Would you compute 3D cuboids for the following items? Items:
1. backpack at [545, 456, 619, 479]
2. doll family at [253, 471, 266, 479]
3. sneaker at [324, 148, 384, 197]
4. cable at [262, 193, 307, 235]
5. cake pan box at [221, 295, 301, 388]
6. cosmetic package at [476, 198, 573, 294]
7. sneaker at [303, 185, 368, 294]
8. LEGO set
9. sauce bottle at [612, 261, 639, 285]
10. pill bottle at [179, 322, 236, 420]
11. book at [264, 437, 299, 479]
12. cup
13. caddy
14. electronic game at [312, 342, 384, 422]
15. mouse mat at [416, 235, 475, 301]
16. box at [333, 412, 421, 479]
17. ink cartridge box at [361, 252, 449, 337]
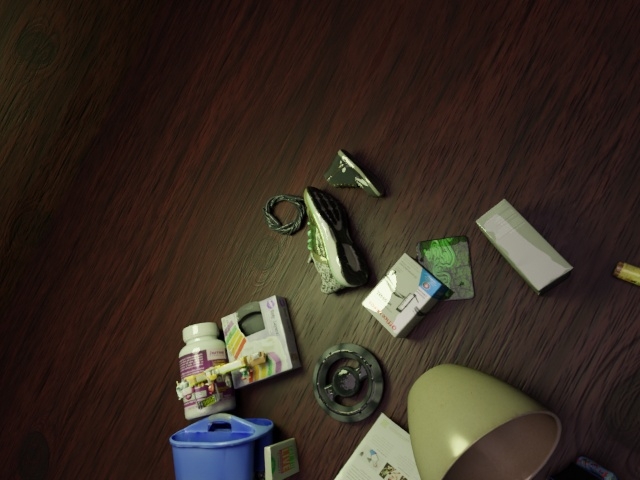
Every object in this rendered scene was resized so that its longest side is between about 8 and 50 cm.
[{"bbox_3d":[0.595,0.576,0.842,0.117,0.158,0.173,-33,76,-3],"label":"backpack"},{"bbox_3d":[-0.245,0.780,1.282,0.193,0.076,0.111,-13,75,30],"label":"doll family"},{"bbox_3d":[0.114,-0.197,1.366,0.222,0.083,0.118,50,120,22],"label":"sneaker"},{"bbox_3d":[-0.137,-0.098,1.485,0.185,0.047,0.150,13,88,28],"label":"cable"},{"bbox_3d":[-0.210,0.345,1.384,0.246,0.070,0.266,-23,66,18],"label":"cake pan box"},{"bbox_3d":[0.526,0.020,1.045,0.107,0.127,0.238,-42,63,13],"label":"cosmetic package"},{"bbox_3d":[0.000,0.000,1.335,0.182,0.158,0.409,-39,55,33],"label":"sneaker"},{"bbox_3d":[-0.303,0.446,1.266,0.132,0.287,0.107,-35,71,57],"label":"LEGO set"},{"bbox_3d":[0.767,0.091,0.945,0.128,0.042,0.042,27,90,33],"label":"sauce bottle"},{"bbox_3d":[-0.398,0.448,1.395,0.169,0.169,0.301,-24,67,21],"label":"pill bottle"},{"bbox_3d":[-0.118,0.656,1.202,0.035,0.144,0.096,-14,71,24],"label":"book"},{"bbox_3d":[0.340,0.436,0.950,0.331,0.331,0.237,-51,34,7],"label":"cup"},{"bbox_3d":[-0.303,0.633,1.252,0.342,0.241,0.179,-12,80,24],"label":"caddy"},{"bbox_3d":[0.081,0.427,1.215,0.230,0.048,0.229,-8,72,25],"label":"electronic game"},{"bbox_3d":[0.365,0.084,1.183,0.153,0.007,0.189,-10,71,26],"label":"mouse mat"},{"bbox_3d":[0.158,0.649,1.025,0.232,0.058,0.322,30,61,31],"label":"box"},{"bbox_3d":[0.245,0.163,1.174,0.148,0.086,0.203,44,101,31],"label":"ink cartridge box"}]
